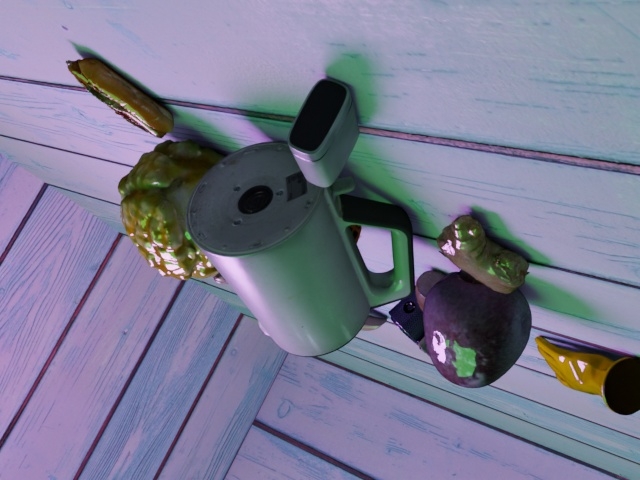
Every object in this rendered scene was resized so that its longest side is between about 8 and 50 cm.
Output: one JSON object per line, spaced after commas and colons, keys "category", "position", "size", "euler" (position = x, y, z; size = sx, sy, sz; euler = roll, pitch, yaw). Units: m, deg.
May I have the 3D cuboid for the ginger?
{"category": "ginger", "position": [0.263, 0.021, 1.564], "size": [0.213, 0.074, 0.137], "euler": [32, 158, -37]}

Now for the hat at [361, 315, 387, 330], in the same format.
{"category": "hat", "position": [0.096, 0.203, 2.686], "size": [0.173, 0.144, 0.166], "euler": [-16, 168, -9]}

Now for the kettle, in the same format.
{"category": "kettle", "position": [-0.007, 0.017, 1.688], "size": [0.361, 0.250, 0.377], "euler": [-18, 139, 8]}

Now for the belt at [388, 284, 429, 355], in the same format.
{"category": "belt", "position": [0.256, 0.187, 2.129], "size": [0.139, 0.126, 0.230], "euler": [47, -178, 36]}

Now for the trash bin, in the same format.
{"category": "trash bin", "position": [0.007, -0.150, 1.309], "size": [0.059, 0.116, 0.130], "euler": [25, 168, 16]}

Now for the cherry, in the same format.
{"category": "cherry", "position": [0.297, 0.161, 1.773], "size": [0.183, 0.266, 0.213], "euler": [-9, -163, -40]}

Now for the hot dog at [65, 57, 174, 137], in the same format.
{"category": "hot dog", "position": [-0.382, -0.273, 1.745], "size": [0.235, 0.062, 0.092], "euler": [34, 169, -25]}

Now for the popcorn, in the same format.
{"category": "popcorn", "position": [-0.263, -0.054, 1.915], "size": [0.274, 0.279, 0.335], "euler": [-7, 136, 35]}

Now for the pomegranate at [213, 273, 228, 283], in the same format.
{"category": "pomegranate", "position": [-0.123, 0.058, 2.097], "size": [0.247, 0.202, 0.202], "euler": [-5, 173, -12]}

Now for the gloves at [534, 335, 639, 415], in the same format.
{"category": "gloves", "position": [0.556, 0.270, 1.947], "size": [0.133, 0.116, 0.294], "euler": [61, 166, -17]}

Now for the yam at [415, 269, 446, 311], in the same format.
{"category": "yam", "position": [0.243, 0.113, 1.963], "size": [0.084, 0.084, 0.127], "euler": [23, 162, 19]}

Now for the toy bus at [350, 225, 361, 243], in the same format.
{"category": "toy bus", "position": [0.000, 0.000, 1.931], "size": [0.083, 0.088, 0.194], "euler": [35, 154, -23]}
